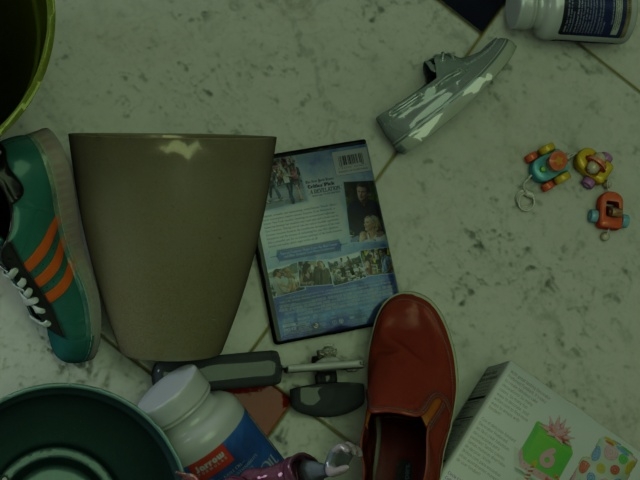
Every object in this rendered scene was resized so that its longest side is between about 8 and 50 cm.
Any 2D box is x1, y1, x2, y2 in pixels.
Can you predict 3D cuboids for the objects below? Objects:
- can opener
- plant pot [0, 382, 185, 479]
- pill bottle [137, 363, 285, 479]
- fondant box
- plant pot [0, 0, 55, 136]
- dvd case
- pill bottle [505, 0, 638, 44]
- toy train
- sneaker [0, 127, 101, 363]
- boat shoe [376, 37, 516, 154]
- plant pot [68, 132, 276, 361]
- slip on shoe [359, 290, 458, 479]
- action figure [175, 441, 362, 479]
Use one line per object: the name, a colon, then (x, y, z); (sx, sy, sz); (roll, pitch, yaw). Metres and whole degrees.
can opener: (-0.075, 0.181, 1.880); (0.280, 0.074, 0.093); (0, 81, -12)
plant pot: (-0.312, 0.324, 1.738); (0.293, 0.196, 0.293); (2, 79, -12)
pill bottle: (-0.125, 0.265, 1.801); (0.124, 0.124, 0.221); (-42, 107, -16)
fondant box: (0.246, 0.359, 1.909); (0.238, 0.096, 0.330); (35, 76, -4)
plant pot: (-0.504, -0.212, 1.711); (0.366, 0.353, 0.367); (2, 79, -13)
dvd case: (0.000, 0.000, 1.957); (0.180, 0.022, 0.253); (-10, 83, -13)
pill bottle: (0.350, -0.326, 2.056); (0.169, 0.094, 0.094); (2, 80, -13)
toy train: (0.360, -0.074, 2.038); (0.166, 0.046, 0.125); (12, 77, -11)
sneaker: (-0.354, 0.020, 1.787); (0.121, 0.108, 0.302); (-20, 111, -29)
boat shoe: (0.171, -0.216, 2.004); (0.227, 0.079, 0.081); (-42, 95, -13)
plant pot: (-0.183, 0.005, 1.821); (0.256, 0.256, 0.274); (-1, 96, -13)
slip on shoe: (0.106, 0.214, 1.849); (0.123, 0.101, 0.331); (0, 64, 14)
action figure: (-0.030, 0.338, 1.679); (0.370, 0.275, 0.248); (35, 82, -28)
